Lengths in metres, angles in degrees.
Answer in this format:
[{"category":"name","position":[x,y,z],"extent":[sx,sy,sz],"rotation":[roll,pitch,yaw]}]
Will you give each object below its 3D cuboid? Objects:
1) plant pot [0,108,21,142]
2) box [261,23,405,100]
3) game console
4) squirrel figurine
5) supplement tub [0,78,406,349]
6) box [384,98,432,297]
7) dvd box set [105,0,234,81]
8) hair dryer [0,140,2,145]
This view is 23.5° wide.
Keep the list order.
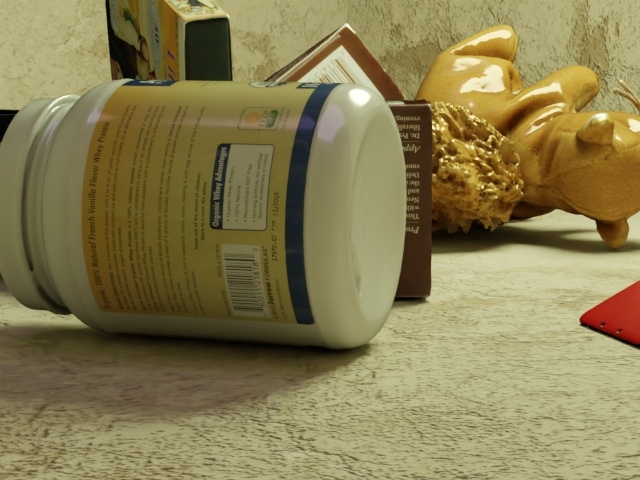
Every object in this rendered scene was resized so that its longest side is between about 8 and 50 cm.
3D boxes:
[{"category":"plant pot","position":[-0.485,-0.098,2.153],"extent":[0.187,0.167,0.188],"rotation":[6,8,41]},{"category":"box","position":[-0.052,-0.160,2.170],"extent":[0.191,0.143,0.381],"rotation":[-41,6,-21]},{"category":"game console","position":[0.329,0.078,1.403],"extent":[0.124,0.085,0.144],"rotation":[31,-1,-17]},{"category":"squirrel figurine","position":[0.259,-0.097,2.081],"extent":[0.397,0.281,0.370],"rotation":[-20,27,-29]},{"category":"supplement tub","position":[-0.101,-0.026,1.336],"extent":[0.316,0.228,0.228],"rotation":[3,7,17]},{"category":"box","position":[0.032,-0.049,1.634],"extent":[0.168,0.203,0.167],"rotation":[1,7,1]},{"category":"dvd box set","position":[-0.197,-0.195,1.966],"extent":[0.062,0.308,0.420],"rotation":[-10,27,-18]},{"category":"hair dryer","position":[-0.436,-0.034,1.660],"extent":[0.223,0.080,0.293],"rotation":[-23,22,30]}]
